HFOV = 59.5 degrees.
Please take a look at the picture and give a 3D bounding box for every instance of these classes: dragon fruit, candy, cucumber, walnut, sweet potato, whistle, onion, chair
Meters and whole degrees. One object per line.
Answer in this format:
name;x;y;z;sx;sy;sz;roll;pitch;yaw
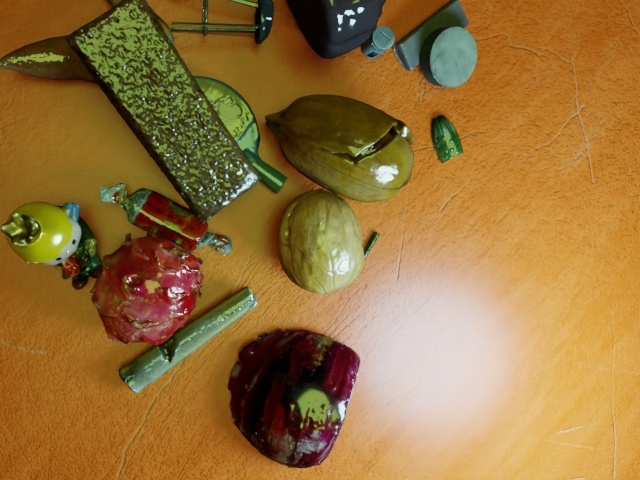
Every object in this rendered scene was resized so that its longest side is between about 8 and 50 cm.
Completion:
dragon fruit;-0.351;0.111;1.110;0.205;0.210;0.268;29;117;-18
candy;-0.317;-0.042;1.167;0.292;0.059;0.086;29;45;-17
cucumber;0.301;-0.247;1.332;0.067;0.035;0.107;-24;97;-10
walnut;0.000;0.000;1.187;0.196;0.195;0.221;-4;95;-14
walnut;0.041;-0.203;1.190;0.337;0.209;0.208;18;89;-6
sweet potato;-0.438;-0.355;1.113;0.355;0.095;0.106;2;48;-16
whistle;-0.278;0.209;1.204;0.327;0.057;0.068;-34;145;-10
onion;-0.066;0.356;1.222;0.280;0.146;0.314;20;92;-10
chair;-0.197;-0.458;1.157;0.222;0.095;0.104;-3;136;-18

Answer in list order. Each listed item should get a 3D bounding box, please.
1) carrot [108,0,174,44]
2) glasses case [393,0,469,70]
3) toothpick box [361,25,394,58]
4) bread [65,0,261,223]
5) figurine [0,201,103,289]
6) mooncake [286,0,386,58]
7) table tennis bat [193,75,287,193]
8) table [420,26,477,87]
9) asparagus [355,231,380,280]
carrot;-0.411;-0.498;1.126;0.078;0.078;0.298;-43;98;-8
glasses case;0.258;-0.480;1.303;0.191;0.042;0.072;-40;112;-9
toothpick box;0.127;-0.442;1.251;0.052;0.083;0.052;-1;93;-14
bread;-0.287;-0.242;1.077;0.165;0.113;0.416;-34;114;-5
figurine;-0.493;0.014;1.048;0.128;0.234;0.185;-23;99;-16
mooncake;0.017;-0.519;1.121;0.141;0.283;0.282;-26;99;-11
table tennis bat;-0.214;-0.214;1.205;0.329;0.044;0.215;36;83;-11
table;0.296;-0.424;1.295;0.134;0.043;0.133;-9;111;-24
asparagus;0.104;0.037;1.308;0.018;0.015;0.127;29;86;-12
